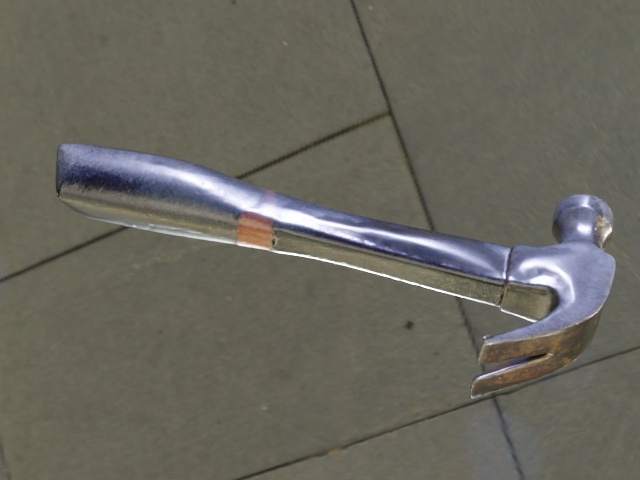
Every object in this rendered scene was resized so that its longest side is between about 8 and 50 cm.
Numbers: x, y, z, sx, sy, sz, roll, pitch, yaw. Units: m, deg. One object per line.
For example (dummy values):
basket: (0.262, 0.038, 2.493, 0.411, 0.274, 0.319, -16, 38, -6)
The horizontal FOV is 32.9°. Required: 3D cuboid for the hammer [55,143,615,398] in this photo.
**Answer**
hammer: (0.000, 0.000, 0.545, 0.289, 0.137, 0.037, 12, 128, 8)
